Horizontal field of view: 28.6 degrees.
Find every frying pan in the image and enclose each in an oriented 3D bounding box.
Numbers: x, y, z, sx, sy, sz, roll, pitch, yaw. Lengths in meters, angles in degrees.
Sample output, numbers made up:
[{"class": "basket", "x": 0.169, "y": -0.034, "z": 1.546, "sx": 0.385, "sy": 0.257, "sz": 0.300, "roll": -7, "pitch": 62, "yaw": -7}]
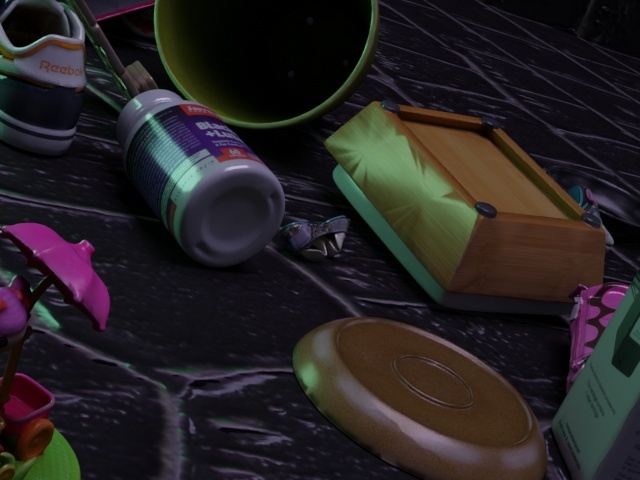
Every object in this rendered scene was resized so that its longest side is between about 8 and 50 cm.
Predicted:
[{"class": "frying pan", "x": 0.367, "y": -0.076, "z": 1.875, "sx": 0.326, "sy": 0.053, "sz": 0.197, "roll": 19, "pitch": 20, "yaw": -10}]

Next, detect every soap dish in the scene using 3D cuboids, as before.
[{"class": "soap dish", "x": 0.166, "y": -0.042, "z": 1.415, "sx": 0.229, "sy": 0.118, "sz": 0.291, "roll": 5, "pitch": 32, "yaw": -35}]

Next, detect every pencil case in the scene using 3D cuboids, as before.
[{"class": "pencil case", "x": 0.287, "y": 0.113, "z": 1.246, "sx": 0.098, "sy": 0.095, "sz": 0.209, "roll": 43, "pitch": 20, "yaw": -5}]

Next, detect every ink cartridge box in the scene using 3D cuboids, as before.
[{"class": "ink cartridge box", "x": 0.361, "y": 0.103, "z": 1.062, "sx": 0.211, "sy": 0.289, "sz": 0.121, "roll": 21, "pitch": 20, "yaw": -12}]

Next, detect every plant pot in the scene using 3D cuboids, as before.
[{"class": "plant pot", "x": -0.036, "y": -0.264, "z": 1.628, "sx": 0.275, "sy": 0.274, "sz": 0.293, "roll": 29, "pitch": 5, "yaw": 12}, {"class": "plant pot", "x": 0.090, "y": 0.129, "z": 1.061, "sx": 0.236, "sy": 0.032, "sz": 0.236, "roll": 21, "pitch": 20, "yaw": -8}]

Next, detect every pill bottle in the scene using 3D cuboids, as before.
[{"class": "pill bottle", "x": -0.122, "y": -0.067, "z": 1.192, "sx": 0.108, "sy": 0.108, "sz": 0.193, "roll": 9, "pitch": 25, "yaw": -38}]

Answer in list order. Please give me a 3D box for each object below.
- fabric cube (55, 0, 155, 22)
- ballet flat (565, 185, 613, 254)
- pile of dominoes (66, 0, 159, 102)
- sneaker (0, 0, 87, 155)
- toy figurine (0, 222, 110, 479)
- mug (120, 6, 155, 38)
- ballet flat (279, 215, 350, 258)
[{"class": "fabric cube", "x": -0.321, "y": -0.451, "z": 1.608, "sx": 0.259, "sy": 0.254, "sz": 0.258, "roll": -23, "pitch": 44, "yaw": -31}, {"class": "ballet flat", "x": 0.356, "y": -0.015, "z": 1.693, "sx": 0.079, "sy": 0.077, "sz": 0.221, "roll": 45, "pitch": 20, "yaw": -2}, {"class": "pile of dominoes", "x": -0.214, "y": -0.209, "z": 1.316, "sx": 0.196, "sy": 0.040, "sz": 0.251, "roll": 50, "pitch": -10, "yaw": 53}, {"class": "sneaker", "x": -0.328, "y": -0.213, "z": 1.300, "sx": 0.126, "sy": 0.127, "sz": 0.321, "roll": 2, "pitch": 28, "yaw": -44}, {"class": "toy figurine", "x": -0.187, "y": 0.066, "z": 0.707, "sx": 0.130, "sy": 0.159, "sz": 0.173, "roll": 33, "pitch": 22, "yaw": 20}, {"class": "mug", "x": -0.259, "y": -0.351, "z": 1.799, "sx": 0.113, "sy": 0.150, "sz": 0.169, "roll": 56, "pitch": 8, "yaw": -31}, {"class": "ballet flat", "x": 0.000, "y": 0.000, "z": 1.282, "sx": 0.041, "sy": 0.041, "sz": 0.114, "roll": 35, "pitch": 22, "yaw": 25}]
